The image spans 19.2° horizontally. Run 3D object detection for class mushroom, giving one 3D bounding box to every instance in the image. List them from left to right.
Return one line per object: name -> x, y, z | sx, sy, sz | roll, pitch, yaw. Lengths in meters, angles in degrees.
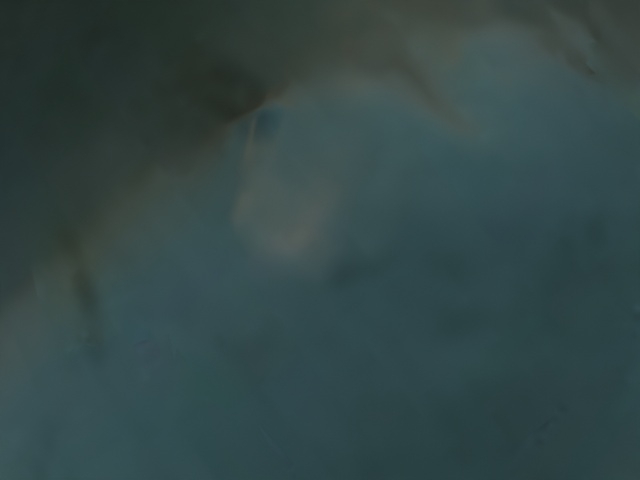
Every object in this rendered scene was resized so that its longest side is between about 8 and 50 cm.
mushroom -> 0.000, 0.000, 0.515 | 0.294, 0.362, 0.362 | 33, 120, -32
